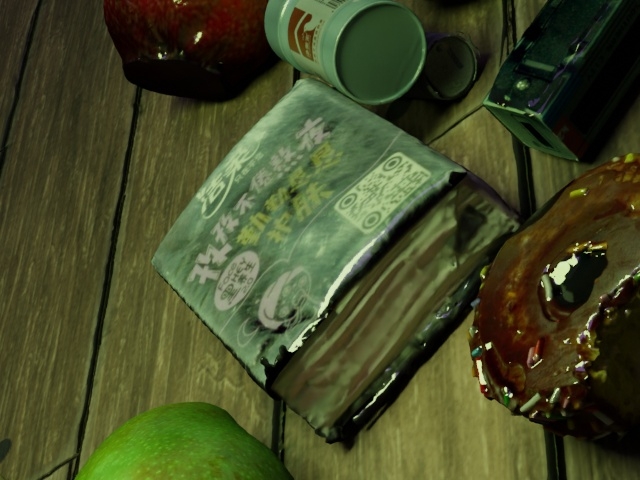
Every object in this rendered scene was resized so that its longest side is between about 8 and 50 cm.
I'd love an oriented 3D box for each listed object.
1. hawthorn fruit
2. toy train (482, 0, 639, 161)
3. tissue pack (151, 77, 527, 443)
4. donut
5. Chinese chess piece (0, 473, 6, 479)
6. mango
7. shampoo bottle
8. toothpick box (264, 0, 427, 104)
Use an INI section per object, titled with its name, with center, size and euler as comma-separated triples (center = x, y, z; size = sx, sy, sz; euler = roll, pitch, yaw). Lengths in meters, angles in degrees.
[hawthorn fruit]
center = -0.132, -0.285, 2.081
size = 0.215, 0.215, 0.250
euler = -22, 32, 40
[toy train]
center = 0.293, -0.252, 1.552
size = 0.409, 0.089, 0.086
euler = -54, 34, -10
[tissue pack]
center = 0.000, 0.000, 1.637
size = 0.259, 0.122, 0.361
euler = -49, 27, -2
[donut]
center = 0.212, 0.044, 1.307
size = 0.230, 0.096, 0.216
euler = -54, 27, -8
[Chinese chess piece]
center = -0.416, 0.331, 1.832
size = 0.257, 0.104, 0.257
euler = -35, 32, 26
[mango]
center = -0.109, 0.241, 1.423
size = 0.382, 0.201, 0.225
euler = -100, 33, -67
[shampoo bottle]
center = 0.068, -0.174, 1.793
size = 0.072, 0.072, 0.214
euler = -57, 30, -13
[toothpick box]
center = 0.022, -0.196, 1.716
size = 0.101, 0.101, 0.153
euler = -51, 32, -2
